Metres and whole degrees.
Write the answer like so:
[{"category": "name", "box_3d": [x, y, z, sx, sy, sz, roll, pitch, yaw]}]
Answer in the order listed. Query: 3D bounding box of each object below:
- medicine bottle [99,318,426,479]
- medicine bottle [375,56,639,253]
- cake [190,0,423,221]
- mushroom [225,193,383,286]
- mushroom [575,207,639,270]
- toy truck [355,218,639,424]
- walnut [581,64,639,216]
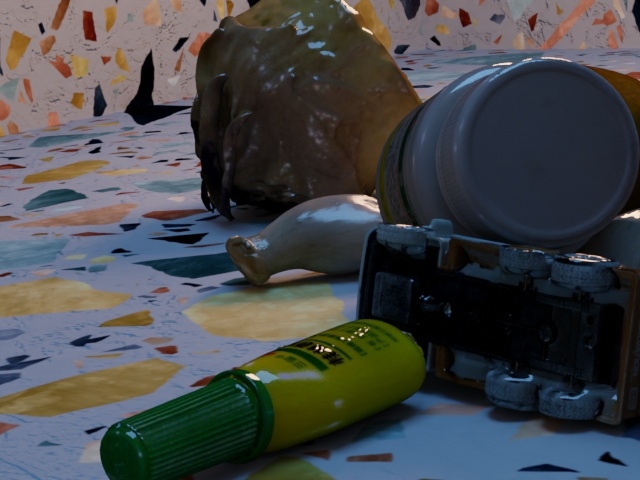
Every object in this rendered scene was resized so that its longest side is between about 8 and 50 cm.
[{"category": "medicine bottle", "box_3d": [-0.043, 0.131, 1.344, 0.111, 0.076, 0.309, 2, 14, 43]}, {"category": "medicine bottle", "box_3d": [0.184, -0.069, 1.714, 0.208, 0.208, 0.340, -7, -3, -8]}, {"category": "cake", "box_3d": [-0.049, -0.166, 2.356, 0.321, 0.332, 0.332, -38, 17, -5]}, {"category": "mushroom", "box_3d": [0.000, 0.002, 1.931, 0.212, 0.088, 0.097, -13, 45, -10]}, {"category": "mushroom", "box_3d": [0.367, 0.005, 1.739, 0.247, 0.108, 0.096, -15, 48, -31]}, {"category": "toy truck", "box_3d": [0.173, 0.061, 1.471, 0.184, 0.133, 0.338, 1, 8, -42]}, {"category": "walnut", "box_3d": [0.333, -0.115, 2.096, 0.209, 0.209, 0.336, 4, 7, 37]}]
